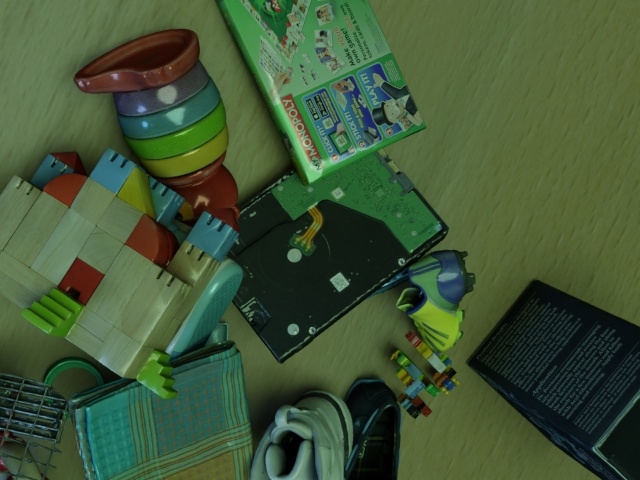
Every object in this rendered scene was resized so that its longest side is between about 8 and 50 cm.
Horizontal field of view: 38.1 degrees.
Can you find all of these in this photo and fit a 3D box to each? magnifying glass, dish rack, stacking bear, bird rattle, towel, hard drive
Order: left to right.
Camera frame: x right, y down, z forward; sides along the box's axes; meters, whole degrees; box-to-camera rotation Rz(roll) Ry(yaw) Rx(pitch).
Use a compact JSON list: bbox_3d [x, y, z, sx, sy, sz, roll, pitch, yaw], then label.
[{"bbox_3d":[-0.452,0.317,1.255,0.208,0.074,0.272,10,69,10],"label":"dish rack"},{"bbox_3d":[-0.438,0.355,1.366,0.143,0.207,0.254,-9,115,-38],"label":"bird rattle"},{"bbox_3d":[-0.353,0.283,1.468,0.092,0.026,0.231,-35,112,-10],"label":"magnifying glass"},{"bbox_3d":[-0.208,0.356,1.365,0.271,0.040,0.370,-18,108,-34],"label":"towel"},{"bbox_3d":[-0.207,-0.146,1.360,0.164,0.175,0.289,-57,138,-48],"label":"stacking bear"},{"bbox_3d":[0.000,0.000,1.460,0.339,0.064,0.237,-38,79,-9],"label":"hard drive"}]

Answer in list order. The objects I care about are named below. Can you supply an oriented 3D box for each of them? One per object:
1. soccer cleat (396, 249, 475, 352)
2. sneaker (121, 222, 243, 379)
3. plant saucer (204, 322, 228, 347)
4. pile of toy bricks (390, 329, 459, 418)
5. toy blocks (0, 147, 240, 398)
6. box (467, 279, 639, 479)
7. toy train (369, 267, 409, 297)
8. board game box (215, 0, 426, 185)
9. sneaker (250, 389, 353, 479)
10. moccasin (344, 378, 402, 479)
[{"bbox_3d":[0.180,0.106,1.540,0.121,0.093,0.289,-10,149,-5],"label":"soccer cleat"},{"bbox_3d":[-0.268,0.096,1.420,0.208,0.127,0.319,40,116,10],"label":"sneaker"},{"bbox_3d":[-0.189,0.227,1.522,0.067,0.018,0.192,-1,103,-21],"label":"plant saucer"},{"bbox_3d":[0.162,0.225,1.607,0.118,0.105,0.212,-44,153,0],"label":"pile of toy bricks"},{"bbox_3d":[-0.294,0.001,1.262,0.381,0.191,0.261,31,85,13],"label":"toy blocks"},{"bbox_3d":[0.493,0.276,1.586,0.293,0.395,0.212,42,86,-23],"label":"box"},{"bbox_3d":[0.070,0.061,1.535,0.184,0.105,0.080,-26,73,-7],"label":"toy train"},{"bbox_3d":[0.002,-0.272,1.426,0.213,0.046,0.317,-26,95,-13],"label":"board game box"},{"bbox_3d":[-0.024,0.425,1.467,0.137,0.210,0.366,-5,82,18],"label":"sneaker"},{"bbox_3d":[0.071,0.415,1.608,0.137,0.117,0.342,-3,103,-20],"label":"moccasin"}]
